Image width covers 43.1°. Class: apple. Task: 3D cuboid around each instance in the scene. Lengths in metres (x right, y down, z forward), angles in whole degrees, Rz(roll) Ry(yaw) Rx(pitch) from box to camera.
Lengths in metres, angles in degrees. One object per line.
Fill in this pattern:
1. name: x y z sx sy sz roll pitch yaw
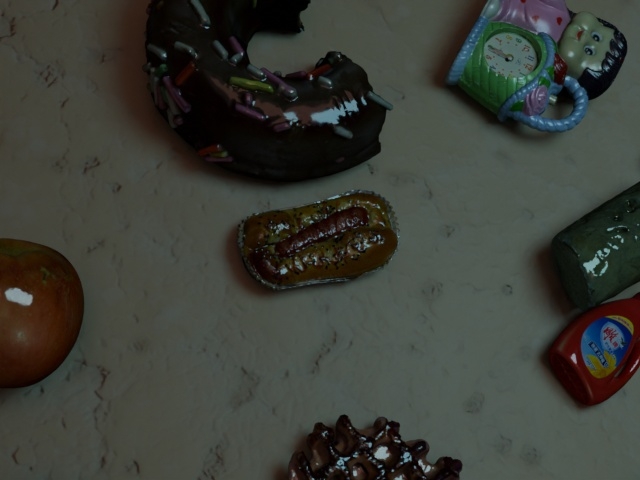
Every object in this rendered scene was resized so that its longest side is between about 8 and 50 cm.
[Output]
1. apple: -0.322 0.073 0.818 0.163 0.163 0.139 7 98 -6

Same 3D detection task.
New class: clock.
1. clock: 0.284 -0.234 1.052 0.195 0.100 0.194 27 73 4

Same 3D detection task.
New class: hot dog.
1. hot dog: 0.000 0.000 0.946 0.191 0.059 0.108 -14 69 -11

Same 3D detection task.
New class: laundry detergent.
1. laundry detergent: 0.350 0.116 0.961 0.165 0.049 0.097 -34 96 -19

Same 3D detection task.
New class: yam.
1. yam: 0.364 0.001 0.973 0.194 0.107 0.107 -29 77 -16

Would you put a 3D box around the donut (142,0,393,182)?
1. donut: -0.084 -0.234 0.976 0.259 0.136 0.345 -12 71 -16

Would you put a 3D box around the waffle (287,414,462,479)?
1. waffle: 0.051 0.299 0.842 0.221 0.055 0.234 14 65 -7
